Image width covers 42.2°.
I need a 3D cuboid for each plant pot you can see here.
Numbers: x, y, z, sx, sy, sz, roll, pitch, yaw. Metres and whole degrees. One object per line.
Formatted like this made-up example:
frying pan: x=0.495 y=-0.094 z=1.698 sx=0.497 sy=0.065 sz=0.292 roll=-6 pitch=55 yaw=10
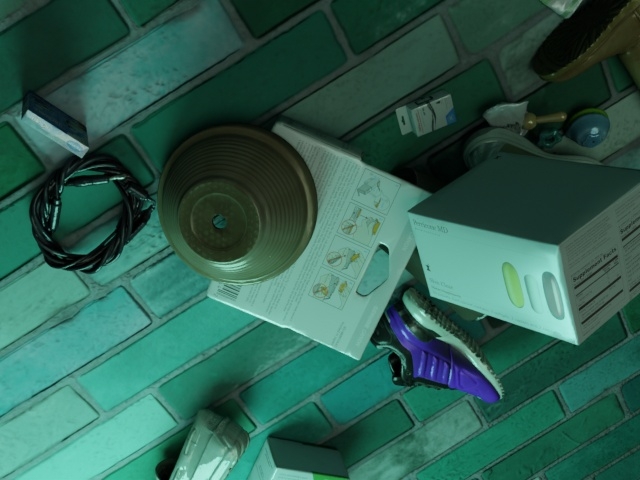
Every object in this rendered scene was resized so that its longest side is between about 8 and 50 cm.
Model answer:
plant pot: x=-0.128 y=-0.041 z=1.162 sx=0.237 sy=0.110 sz=0.238 roll=3 pitch=106 yaw=10

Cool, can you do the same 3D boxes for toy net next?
toy net: x=0.353 y=-0.178 z=1.341 sx=0.232 sy=0.045 sz=0.122 roll=13 pitch=141 yaw=-20

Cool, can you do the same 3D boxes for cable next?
cable: x=-0.338 y=-0.034 z=1.189 sx=0.184 sy=0.047 sz=0.150 roll=-43 pitch=121 yaw=8

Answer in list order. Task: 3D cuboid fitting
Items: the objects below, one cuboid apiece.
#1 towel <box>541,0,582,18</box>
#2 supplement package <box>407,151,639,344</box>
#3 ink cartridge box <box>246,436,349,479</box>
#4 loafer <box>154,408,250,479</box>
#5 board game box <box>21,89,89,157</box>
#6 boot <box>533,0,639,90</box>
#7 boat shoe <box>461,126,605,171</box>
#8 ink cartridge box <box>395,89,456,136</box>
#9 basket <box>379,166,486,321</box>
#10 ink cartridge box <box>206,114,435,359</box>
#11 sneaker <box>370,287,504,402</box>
towel: x=0.349 y=-0.413 z=1.224 sx=0.152 sy=0.023 sz=0.113 roll=28 pitch=105 yaw=-27
supplement package: x=0.288 y=-0.003 z=1.112 sx=0.204 sy=0.261 sz=0.145 roll=-32 pitch=117 yaw=-27
ink cartridge box: x=-0.061 y=0.477 z=1.519 sx=0.153 sy=0.087 sz=0.209 roll=15 pitch=112 yaw=-23
loafer: x=-0.240 y=0.425 z=1.437 sx=0.111 sy=0.112 sz=0.320 roll=36 pitch=105 yaw=7
board game box: x=-0.351 y=-0.155 z=1.097 sx=0.090 sy=0.090 sz=0.020 roll=34 pitch=103 yaw=-30
boot: x=0.497 y=-0.267 z=1.311 sx=0.236 sy=0.089 sz=0.269 roll=-41 pitch=126 yaw=16
boat shoe: x=0.372 y=-0.082 z=1.337 sx=0.320 sy=0.103 sz=0.118 roll=20 pitch=134 yaw=-23
ink cartridge box: x=0.162 y=-0.193 z=1.276 sx=0.083 sy=0.028 sz=0.048 roll=-23 pitch=121 yaw=-5
basket: x=0.197 y=-0.009 z=1.316 sx=0.226 sy=0.154 sz=0.204 roll=30 pitch=93 yaw=-24
ink cartridge box: x=0.000 y=0.000 z=1.250 sx=0.261 sy=0.066 sz=0.296 roll=24 pitch=109 yaw=-2
sneaker: x=0.196 y=0.213 z=1.465 sx=0.146 sy=0.102 sz=0.293 roll=-42 pitch=116 yaw=11
